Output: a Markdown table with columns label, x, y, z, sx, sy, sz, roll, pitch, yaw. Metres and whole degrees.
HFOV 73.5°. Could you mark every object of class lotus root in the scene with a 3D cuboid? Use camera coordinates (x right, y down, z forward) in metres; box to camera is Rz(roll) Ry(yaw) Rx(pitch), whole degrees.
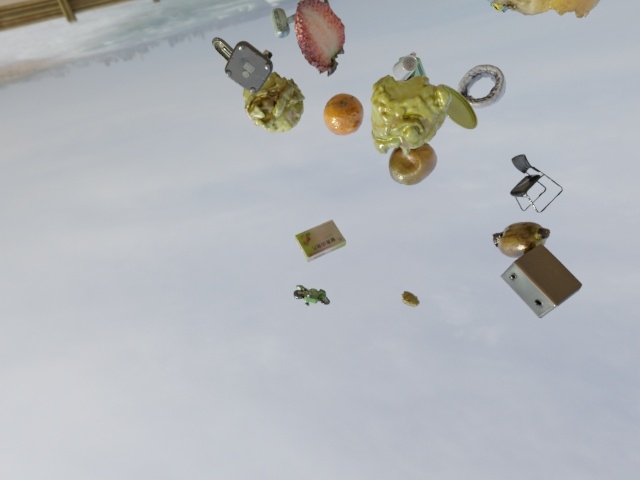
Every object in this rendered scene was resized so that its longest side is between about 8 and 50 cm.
| label | x | y | z | sx | sy | sz | roll | pitch | yaw |
| --- | --- | --- | --- | --- | --- | --- | --- | --- | --- |
| lotus root | 0.908 | -0.002 | 1.927 | 0.169 | 0.141 | 0.314 | -56 | -169 | -13 |

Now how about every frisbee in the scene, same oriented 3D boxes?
| label | x | y | z | sx | sy | sz | roll | pitch | yaw |
| --- | --- | --- | --- | --- | --- | --- | --- | --- | --- |
| frisbee | 0.558 | -0.549 | 1.766 | 0.017 | 0.236 | 0.236 | -42 | -177 | 46 |

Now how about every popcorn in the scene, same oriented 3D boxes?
| label | x | y | z | sx | sy | sz | roll | pitch | yaw |
| --- | --- | --- | --- | --- | --- | --- | --- | --- | --- |
| popcorn | -0.174 | -0.531 | 1.651 | 0.212 | 0.259 | 0.259 | -38 | -156 | 17 |
| popcorn | 0.288 | -0.406 | 1.381 | 0.250 | 0.242 | 0.235 | -3 | -112 | 6 |

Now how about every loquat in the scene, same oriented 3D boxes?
| label | x | y | z | sx | sy | sz | roll | pitch | yaw |
| --- | --- | --- | --- | --- | --- | --- | --- | --- | --- |
| loquat | 0.548 | -0.467 | 2.561 | 0.276 | 0.283 | 0.276 | 19 | -161 | -7 |

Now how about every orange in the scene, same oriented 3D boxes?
| label | x | y | z | sx | sy | sz | roll | pitch | yaw |
| --- | --- | --- | --- | --- | --- | --- | --- | --- | --- |
| orange | 0.138 | -0.748 | 2.552 | 0.246 | 0.246 | 0.246 | -11 | -151 | 6 |

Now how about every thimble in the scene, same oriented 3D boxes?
| label | x | y | z | sx | sy | sz | roll | pitch | yaw |
| --- | --- | --- | --- | --- | --- | --- | --- | --- | --- |
| thimble | 0.874 | -0.825 | 2.323 | 0.245 | 0.217 | 0.157 | -23 | 175 | 29 |

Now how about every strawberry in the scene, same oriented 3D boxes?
| label | x | y | z | sx | sy | sz | roll | pitch | yaw |
| --- | --- | --- | --- | --- | --- | --- | --- | --- | --- |
| strawberry | -0.026 | -0.816 | 1.664 | 0.138 | 0.306 | 0.233 | 15 | -108 | 38 |

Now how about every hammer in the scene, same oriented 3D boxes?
| label | x | y | z | sx | sy | sz | roll | pitch | yaw |
| --- | --- | --- | --- | --- | --- | --- | --- | --- | --- |
| hammer | -0.112 | -0.930 | 1.784 | 0.194 | 0.116 | 0.069 | -16 | -175 | 18 |

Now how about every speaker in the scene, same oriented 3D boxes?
| label | x | y | z | sx | sy | sz | roll | pitch | yaw |
| --- | --- | --- | --- | --- | --- | --- | --- | --- | --- |
| speaker | 0.900 | 0.166 | 1.755 | 0.192 | 0.153 | 0.231 | -29 | -115 | -19 |

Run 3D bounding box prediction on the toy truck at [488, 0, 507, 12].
| label | x | y | z | sx | sy | sz | roll | pitch | yaw |
| --- | --- | --- | --- | --- | --- | --- | --- | --- | --- |
| toy truck | 0.689 | -1.052 | 1.698 | 0.385 | 0.161 | 0.162 | -7 | -126 | -51 |

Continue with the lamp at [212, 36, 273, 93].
| label | x | y | z | sx | sy | sz | roll | pitch | yaw |
| --- | --- | --- | --- | --- | --- | --- | --- | --- | --- |
| lamp | -0.238 | -0.548 | 1.276 | 0.124 | 0.203 | 0.283 | -53 | -161 | 16 |

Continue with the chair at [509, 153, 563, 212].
| label | x | y | z | sx | sy | sz | roll | pitch | yaw |
| --- | --- | --- | --- | --- | --- | --- | --- | --- | --- |
| chair | 0.881 | -0.244 | 1.832 | 0.145 | 0.221 | 0.140 | -45 | -173 | 3 |

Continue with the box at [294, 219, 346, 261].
| label | x | y | z | sx | sy | sz | roll | pitch | yaw |
| --- | --- | --- | --- | --- | --- | --- | --- | --- | --- |
| box | -0.001 | -0.001 | 2.559 | 0.260 | 0.062 | 0.175 | -24 | -117 | -16 |

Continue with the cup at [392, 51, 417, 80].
| label | x | y | z | sx | sy | sz | roll | pitch | yaw |
| --- | --- | --- | --- | --- | --- | --- | --- | --- | --- |
| cup | 0.333 | -0.677 | 1.642 | 0.104 | 0.074 | 0.116 | -58 | -172 | 2 |

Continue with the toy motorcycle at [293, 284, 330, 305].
| label | x | y | z | sx | sy | sz | roll | pitch | yaw |
| --- | --- | --- | --- | --- | --- | --- | --- | --- | --- |
| toy motorcycle | -0.040 | 0.274 | 2.152 | 0.190 | 0.074 | 0.106 | 14 | -151 | 3 |

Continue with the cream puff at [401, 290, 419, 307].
| label | x | y | z | sx | sy | sz | roll | pitch | yaw |
| --- | --- | --- | --- | --- | --- | --- | --- | --- | --- |
| cream puff | 0.395 | 0.265 | 1.900 | 0.083 | 0.058 | 0.083 | 12 | -142 | -30 |

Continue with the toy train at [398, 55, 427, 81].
| label | x | y | z | sx | sy | sz | roll | pitch | yaw |
| --- | --- | --- | --- | --- | --- | --- | --- | --- | --- |
| toy train | 0.463 | -0.800 | 2.209 | 0.120 | 0.202 | 0.301 | 14 | 180 | 24 |

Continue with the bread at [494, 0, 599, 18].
| label | x | y | z | sx | sy | sz | roll | pitch | yaw |
| --- | --- | --- | --- | --- | --- | --- | --- | --- | --- |
| bread | 0.777 | -0.882 | 1.301 | 0.361 | 0.394 | 0.250 | -11 | -113 | -13 |
